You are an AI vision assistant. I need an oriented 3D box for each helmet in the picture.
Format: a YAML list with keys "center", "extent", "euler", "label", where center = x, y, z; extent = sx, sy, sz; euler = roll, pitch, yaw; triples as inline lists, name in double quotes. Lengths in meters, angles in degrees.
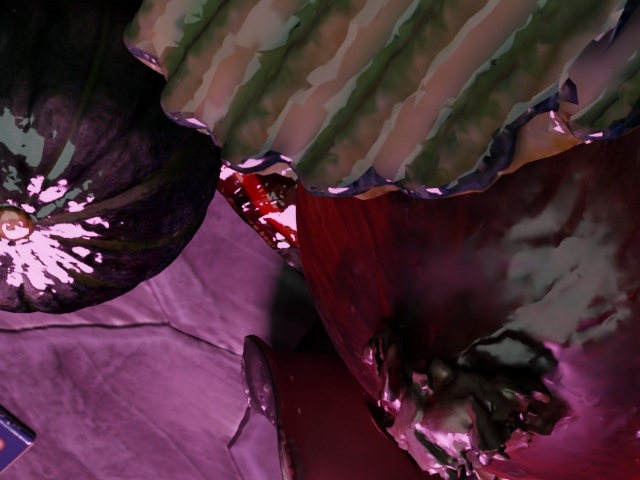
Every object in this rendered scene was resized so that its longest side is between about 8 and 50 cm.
- center: [0.034, 0.185, 1.312]
  extent: [0.154, 0.198, 0.253]
  euler: [-7, 121, -10]
  label: "helmet"

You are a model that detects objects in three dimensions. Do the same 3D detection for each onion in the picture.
- center: [0.118, 0.031, 1.075]
  extent: [0.348, 0.285, 0.347]
  euler: [20, 137, 20]
  label: "onion"

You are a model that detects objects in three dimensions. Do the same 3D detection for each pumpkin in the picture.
- center: [-0.192, -0.070, 1.182]
  extent: [0.250, 0.216, 0.250]
  euler: [-10, 138, -10]
  label: "pumpkin"

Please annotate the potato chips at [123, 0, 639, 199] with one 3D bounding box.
- center: [0.069, -0.199, 0.952]
  extent: [0.358, 0.070, 0.429]
  euler: [47, 111, 15]
  label: "potato chips"

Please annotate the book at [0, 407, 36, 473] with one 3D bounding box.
- center: [-0.428, 0.126, 1.558]
  extent: [0.322, 0.018, 0.228]
  euler: [40, 131, -11]
  label: "book"

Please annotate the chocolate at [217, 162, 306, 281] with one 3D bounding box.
- center: [0.000, 0.000, 1.268]
  extent: [0.086, 0.028, 0.182]
  euler: [-29, 110, 34]
  label: "chocolate"

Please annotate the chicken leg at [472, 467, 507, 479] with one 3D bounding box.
- center: [0.181, 0.176, 1.300]
  extent: [0.125, 0.080, 0.196]
  euler: [-27, 117, 35]
  label: "chicken leg"
